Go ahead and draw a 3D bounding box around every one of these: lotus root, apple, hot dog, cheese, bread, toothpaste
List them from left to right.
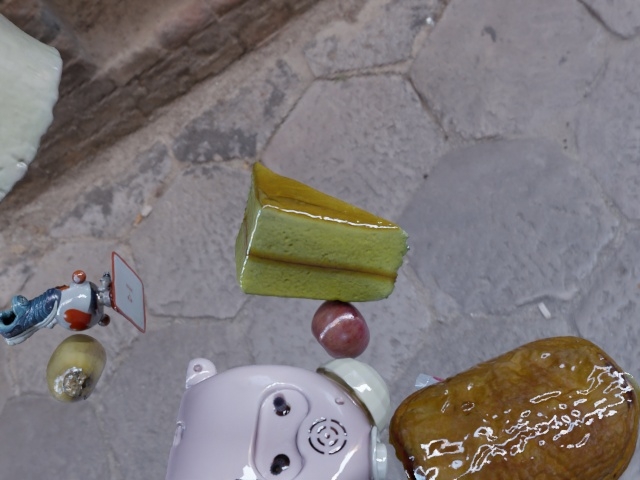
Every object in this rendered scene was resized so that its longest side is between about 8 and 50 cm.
[{"bbox_3d":[-0.550,-0.188,1.088,0.292,0.153,0.332,8,68,44],"label":"cheese"},{"bbox_3d":[-0.612,0.318,1.784,0.131,0.303,0.146,24,94,-11],"label":"lotus root"},{"bbox_3d":[0.000,0.000,1.648,0.361,0.233,0.245,10,28,-12],"label":"bread"},{"bbox_3d":[0.046,0.211,1.685,0.120,0.153,0.153,-35,57,-8],"label":"apple"},{"bbox_3d":[0.311,0.348,1.618,0.194,0.043,0.067,13,50,28],"label":"toothpaste"},{"bbox_3d":[0.217,0.212,0.796,0.272,0.122,0.196,-23,54,-11],"label":"hot dog"}]

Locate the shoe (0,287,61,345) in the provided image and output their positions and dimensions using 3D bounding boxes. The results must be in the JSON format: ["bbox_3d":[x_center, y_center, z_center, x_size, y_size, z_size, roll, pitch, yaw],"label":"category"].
[{"bbox_3d":[-0.506,0.122,1.234,0.143,0.071,0.064,-32,42,15],"label":"shoe"}]

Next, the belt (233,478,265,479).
[{"bbox_3d":[-0.082,0.398,0.845,0.267,0.116,0.206,-9,102,-11],"label":"belt"}]

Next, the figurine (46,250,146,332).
[{"bbox_3d":[-0.571,0.158,1.753,0.226,0.183,0.160,-16,58,4],"label":"figurine"}]

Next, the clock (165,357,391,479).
[{"bbox_3d":[-0.056,0.331,1.077,0.325,0.184,0.342,4,55,1],"label":"clock"}]
